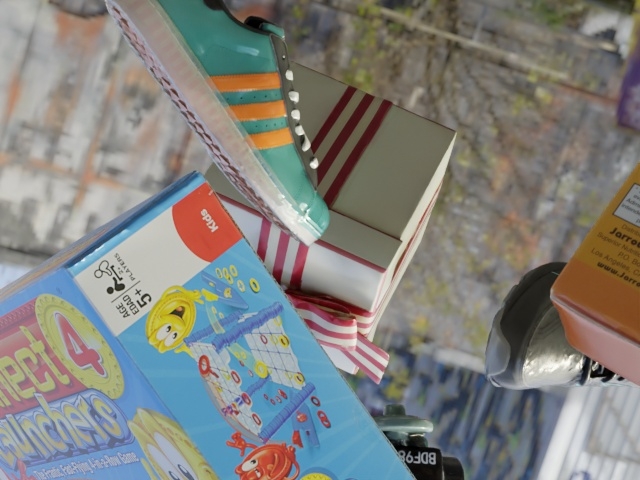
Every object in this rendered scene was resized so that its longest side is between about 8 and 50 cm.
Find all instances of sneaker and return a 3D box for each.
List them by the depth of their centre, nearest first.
[{"bbox_3d":[0.237,0.071,1.040,0.106,0.101,0.267,24,-155,39],"label":"sneaker"},{"bbox_3d":[-0.061,-0.131,1.171,0.302,0.121,0.108,55,169,-25],"label":"sneaker"}]

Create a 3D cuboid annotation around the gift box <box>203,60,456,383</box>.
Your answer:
[{"bbox_3d":[0.000,0.000,1.482,0.255,0.276,0.258,22,-127,13],"label":"gift box"}]

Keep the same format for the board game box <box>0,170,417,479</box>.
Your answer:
[{"bbox_3d":[-0.076,0.143,0.717,0.302,0.086,0.308,55,147,-7],"label":"board game box"}]

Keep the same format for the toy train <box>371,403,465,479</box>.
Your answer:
[{"bbox_3d":[-0.030,0.234,1.283,0.334,0.142,0.190,6,164,-18],"label":"toy train"}]

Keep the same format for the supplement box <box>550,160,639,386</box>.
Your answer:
[{"bbox_3d":[0.225,-0.030,0.712,0.080,0.233,0.078,29,167,30],"label":"supplement box"}]
